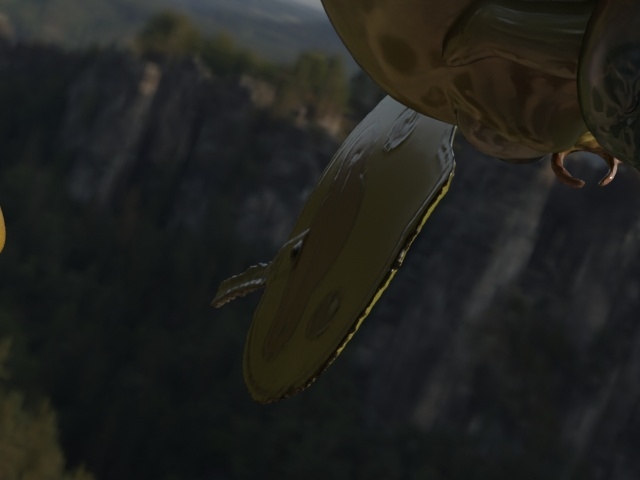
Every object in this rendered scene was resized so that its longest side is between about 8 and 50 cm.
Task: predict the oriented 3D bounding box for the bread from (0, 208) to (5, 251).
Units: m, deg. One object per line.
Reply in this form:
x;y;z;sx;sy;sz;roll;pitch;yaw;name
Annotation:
-0.192;-0.006;0.684;0.115;0.082;0.056;-4;42;17;bread

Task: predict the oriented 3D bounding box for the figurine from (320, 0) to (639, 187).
0.147;-0.094;0.564;0.227;0.274;0.394;-26;51;-17;figurine

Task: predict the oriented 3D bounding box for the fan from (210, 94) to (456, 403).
0.001;0.001;0.990;0.011;0.229;0.335;31;-23;-16;fan
